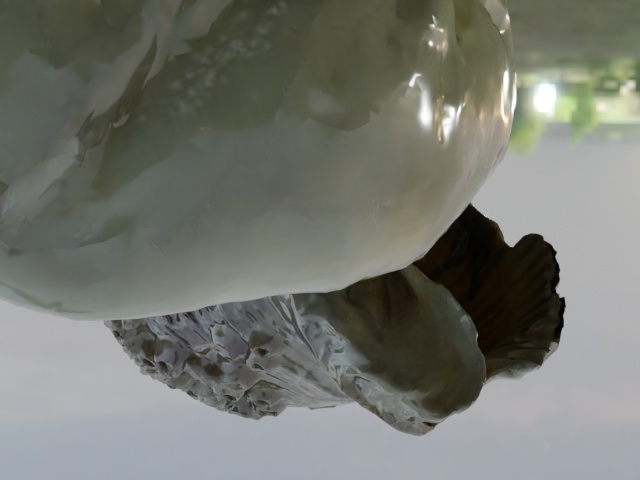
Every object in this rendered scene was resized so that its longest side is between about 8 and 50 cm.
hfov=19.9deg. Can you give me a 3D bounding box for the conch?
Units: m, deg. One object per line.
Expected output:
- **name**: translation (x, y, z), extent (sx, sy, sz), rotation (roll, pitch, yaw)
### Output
- **conch**: translation (0.000, 0.000, 0.724), extent (0.178, 0.163, 0.245), rotation (-21, -142, -24)

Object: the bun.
- **bun**: translation (-0.037, -0.067, 0.363), extent (0.183, 0.102, 0.183), rotation (13, -145, -9)
